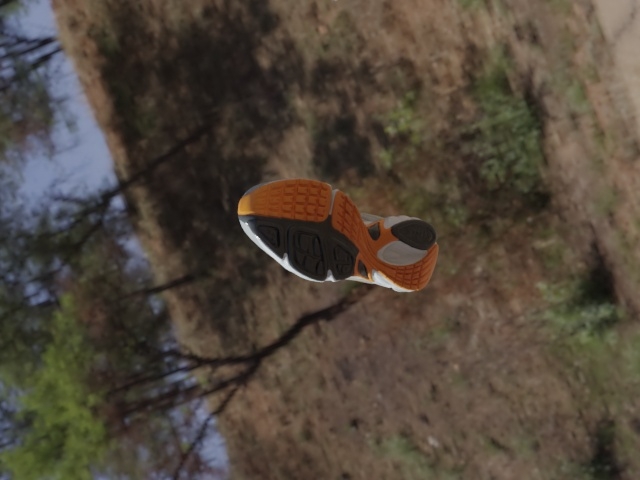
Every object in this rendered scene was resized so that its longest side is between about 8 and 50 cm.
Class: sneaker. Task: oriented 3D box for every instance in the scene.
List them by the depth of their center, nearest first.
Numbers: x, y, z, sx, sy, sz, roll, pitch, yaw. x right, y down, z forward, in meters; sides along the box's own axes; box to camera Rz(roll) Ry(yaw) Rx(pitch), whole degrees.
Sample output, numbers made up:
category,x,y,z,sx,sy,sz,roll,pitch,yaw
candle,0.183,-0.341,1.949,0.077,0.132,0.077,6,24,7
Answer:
category,x,y,z,sx,sy,sz,roll,pitch,yaw
sneaker,0.000,0.000,1.211,0.262,0.121,0.099,19,-100,-43
